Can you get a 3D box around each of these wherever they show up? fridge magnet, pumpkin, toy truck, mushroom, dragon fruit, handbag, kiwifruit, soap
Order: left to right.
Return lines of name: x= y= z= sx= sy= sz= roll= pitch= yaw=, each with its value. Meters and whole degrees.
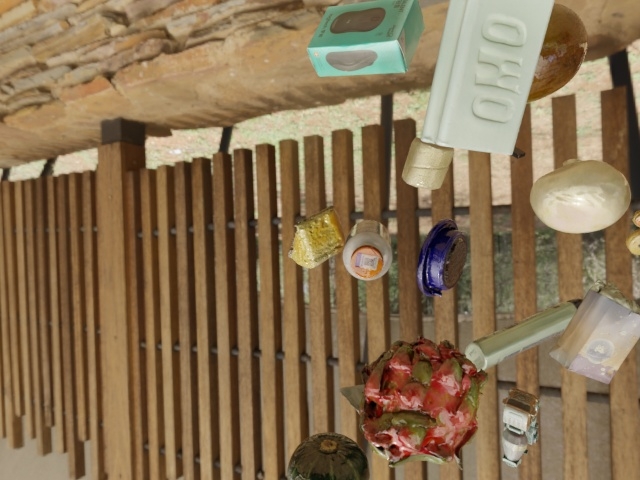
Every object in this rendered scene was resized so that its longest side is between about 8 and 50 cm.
pumpkin: x=0.016 y=0.466 z=0.882 sx=0.167 sy=0.125 sz=0.167 roll=9 pitch=180 yaw=0
dragon fruit: x=0.211 y=0.341 z=0.934 sx=0.302 sy=0.237 sz=0.231 roll=-26 pitch=-159 yaw=-24
fridge magnet: x=0.401 y=0.059 z=1.444 sx=0.112 sy=0.266 sz=0.265 roll=15 pitch=-169 yaw=38
soap: x=0.288 y=-0.295 z=0.770 sx=0.159 sy=0.266 sz=0.087 roll=4 pitch=-162 yaw=-17
toy truck: x=0.672 y=0.641 z=1.489 sx=0.107 sy=0.257 sz=0.140 roll=14 pitch=-144 yaw=37
kiwifruit: x=0.433 y=-0.388 z=0.921 sx=0.233 sy=0.196 sz=0.196 roll=-17 pitch=-174 yaw=-22
mushroom: x=0.723 y=-0.136 z=1.233 sx=0.245 sy=0.203 sz=0.246 roll=6 pitch=151 yaw=3
handbag: x=0.506 y=0.164 z=0.783 sx=0.117 sy=0.173 sz=0.095 roll=21 pitch=-169 yaw=-21

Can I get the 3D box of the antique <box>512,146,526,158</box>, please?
antique: x=0.551 y=-0.301 z=1.344 sx=0.031 sy=0.015 sz=0.192 roll=-16 pitch=-138 yaw=-16

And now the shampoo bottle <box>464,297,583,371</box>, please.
shampoo bottle: x=0.577 y=0.264 z=1.223 sx=0.359 sy=0.078 sz=0.134 roll=-19 pitch=149 yaw=-14

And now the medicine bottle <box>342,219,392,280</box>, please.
medicine bottle: x=0.154 y=0.034 z=1.423 sx=0.156 sy=0.157 sz=0.289 roll=-2 pitch=-167 yaw=8

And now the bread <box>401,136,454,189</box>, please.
bread: x=0.343 y=-0.247 z=1.404 sx=0.133 sy=0.141 sz=0.148 roll=17 pitch=-155 yaw=4

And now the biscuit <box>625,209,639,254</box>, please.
biscuit: x=0.813 y=-0.049 z=1.018 sx=0.153 sy=0.234 sz=0.030 roll=15 pitch=-136 yaw=-3

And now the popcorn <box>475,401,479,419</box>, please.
popcorn: x=0.477 y=0.622 z=1.625 sx=0.256 sy=0.255 sz=0.195 roll=-17 pitch=-133 yaw=-39

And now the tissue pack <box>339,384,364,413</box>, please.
tissue pack: x=0.166 y=0.468 z=1.303 sx=0.192 sy=0.026 sz=0.122 roll=2 pitch=-161 yaw=-22

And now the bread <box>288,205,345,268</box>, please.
bread: x=0.000 y=0.000 z=1.640 sx=0.204 sy=0.163 sz=0.262 roll=-33 pitch=162 yaw=-23

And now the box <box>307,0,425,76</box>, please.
box: x=0.137 y=-0.623 z=1.344 sx=0.311 sy=0.205 sz=0.118 roll=10 pitch=157 yaw=29
